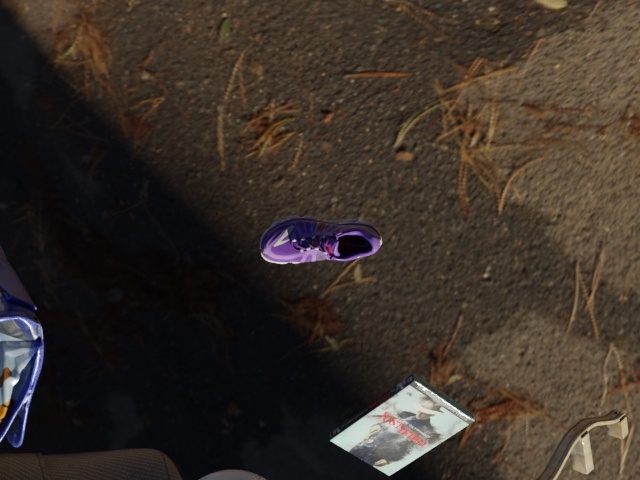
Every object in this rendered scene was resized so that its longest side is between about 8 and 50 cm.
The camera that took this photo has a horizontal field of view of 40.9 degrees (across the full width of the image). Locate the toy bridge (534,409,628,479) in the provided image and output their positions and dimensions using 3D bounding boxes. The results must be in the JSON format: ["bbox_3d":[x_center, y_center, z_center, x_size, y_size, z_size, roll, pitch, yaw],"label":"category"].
[{"bbox_3d":[0.335,0.271,1.111,0.026,0.188,0.063,14,124,49],"label":"toy bridge"}]

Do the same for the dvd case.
[{"bbox_3d":[0.079,0.185,0.852,0.087,0.013,0.119,36,119,-25],"label":"dvd case"}]

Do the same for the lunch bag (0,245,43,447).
[{"bbox_3d":[-0.530,0.169,1.088,0.328,0.385,0.239,37,173,49],"label":"lunch bag"}]

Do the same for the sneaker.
[{"bbox_3d":[0.000,0.000,1.178,0.169,0.071,0.068,-5,100,2],"label":"sneaker"}]

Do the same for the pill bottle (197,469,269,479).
[{"bbox_3d":[-0.069,0.323,0.885,0.146,0.146,0.264,10,157,28],"label":"pill bottle"}]

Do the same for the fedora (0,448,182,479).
[{"bbox_3d":[-0.117,0.206,0.452,0.244,0.124,0.276,113,143,-51],"label":"fedora"}]
